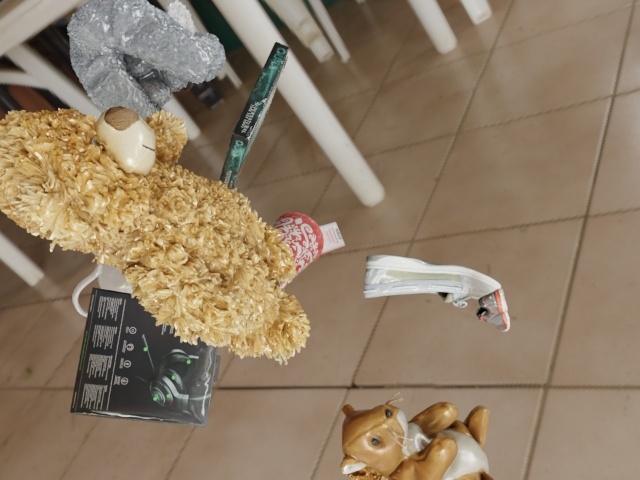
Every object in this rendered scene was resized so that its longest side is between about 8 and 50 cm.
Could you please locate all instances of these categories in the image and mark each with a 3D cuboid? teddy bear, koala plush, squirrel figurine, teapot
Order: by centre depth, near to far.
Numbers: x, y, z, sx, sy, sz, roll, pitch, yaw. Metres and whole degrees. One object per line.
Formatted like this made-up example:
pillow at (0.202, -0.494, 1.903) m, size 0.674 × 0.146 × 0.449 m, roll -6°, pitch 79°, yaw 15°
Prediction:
teddy bear at (-0.118, -0.013, 0.634) m, size 0.113 × 0.338 × 0.245 m, roll -28°, pitch 32°, yaw 25°
koala plush at (-0.258, -0.282, 1.076) m, size 0.196 × 0.203 × 0.221 m, roll -48°, pitch 13°, yaw 17°
squirrel figurine at (0.194, 0.548, 1.744) m, size 0.397 × 0.370 × 0.281 m, roll -54°, pitch 24°, yaw 41°
teapot at (-0.482, 0.124, 1.894) m, size 0.256 × 0.187 × 0.252 m, roll 16°, pitch 19°, yaw 8°

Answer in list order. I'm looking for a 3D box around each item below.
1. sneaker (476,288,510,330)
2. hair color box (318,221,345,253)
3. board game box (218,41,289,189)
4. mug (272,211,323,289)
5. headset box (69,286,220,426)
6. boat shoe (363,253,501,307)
sneaker at (0.360, 0.148, 1.499) m, size 0.065 × 0.158 × 0.061 m, roll -14°, pitch 55°, yaw 10°
hair color box at (0.000, 0.000, 1.824) m, size 0.043 × 0.072 × 0.141 m, roll -24°, pitch -4°, yaw 35°
board game box at (-0.095, -0.178, 1.019) m, size 0.126 × 0.026 × 0.186 m, roll 120°, pitch 171°, yaw -57°
mug at (-0.070, 0.043, 1.373) m, size 0.113 × 0.150 × 0.169 m, roll 1°, pitch 21°, yaw 19°
headset box at (-0.342, 0.243, 1.447) m, size 0.131 × 0.283 × 0.246 m, roll 144°, pitch 133°, yaw -68°
boat shoe at (0.252, 0.104, 1.610) m, size 0.118 × 0.320 × 0.103 m, roll 159°, pitch 121°, yaw -73°
